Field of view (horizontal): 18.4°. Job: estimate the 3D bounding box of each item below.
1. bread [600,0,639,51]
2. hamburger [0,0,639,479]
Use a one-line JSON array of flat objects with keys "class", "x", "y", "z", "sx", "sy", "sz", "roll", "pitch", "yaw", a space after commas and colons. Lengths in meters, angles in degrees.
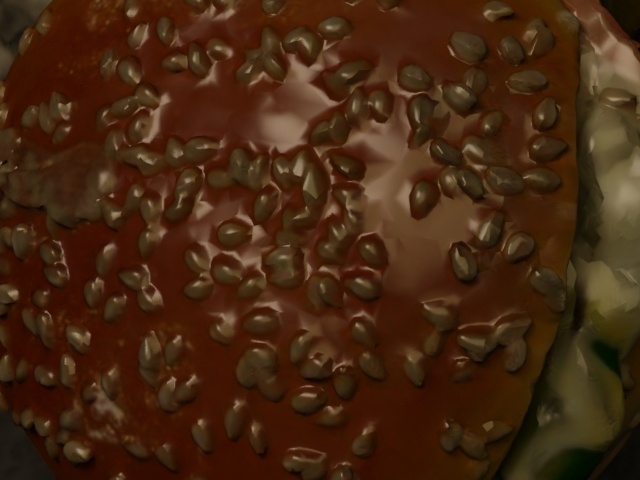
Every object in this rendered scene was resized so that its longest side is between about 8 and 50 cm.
[{"class": "bread", "x": 0.104, "y": -0.178, "z": 0.625, "sx": 0.124, "sy": 0.257, "sz": 0.186, "roll": -26, "pitch": 50, "yaw": -16}, {"class": "hamburger", "x": -0.001, "y": -0.004, "z": 0.609, "sx": 0.237, "sy": 0.147, "sz": 0.237, "roll": -1, "pitch": 82, "yaw": 7}]
